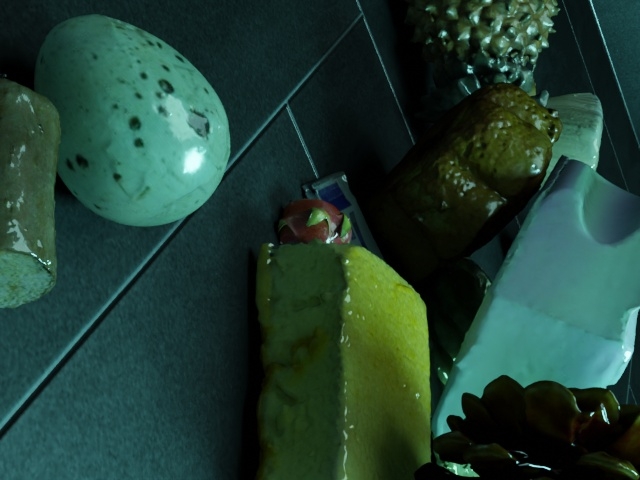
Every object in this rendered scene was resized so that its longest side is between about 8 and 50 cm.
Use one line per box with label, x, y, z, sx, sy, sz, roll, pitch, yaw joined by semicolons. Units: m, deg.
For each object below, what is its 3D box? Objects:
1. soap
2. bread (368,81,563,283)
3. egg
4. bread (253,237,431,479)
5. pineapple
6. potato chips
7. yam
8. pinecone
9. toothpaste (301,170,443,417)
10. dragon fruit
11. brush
soap;0.276;0.060;1.400;0.446;0.156;0.261;-42;155;-65
bread;0.168;-0.066;1.418;0.135;0.246;0.232;43;21;-8
egg;-0.136;-0.087;0.891;0.164;0.131;0.131;60;28;-34
bread;0.019;0.148;1.124;0.185;0.114;0.275;42;39;-46
pineapple;0.215;-0.257;1.687;0.223;0.222;0.357;32;55;-57
potato chips;0.223;0.216;1.588;0.429;0.070;0.358;61;31;-25
yam;-0.202;-0.031;0.781;0.084;0.084;0.127;34;43;-56
pinecone;0.189;0.249;1.023;0.264;0.264;0.264;44;38;-49
toothpaste;0.060;0.060;1.338;0.283;0.068;0.099;64;-6;-1
dragon fruit;0.000;0.000;1.230;0.056;0.060;0.083;-73;143;-56
brush;0.322;-0.165;1.852;0.267;0.166;0.174;-78;174;-60
